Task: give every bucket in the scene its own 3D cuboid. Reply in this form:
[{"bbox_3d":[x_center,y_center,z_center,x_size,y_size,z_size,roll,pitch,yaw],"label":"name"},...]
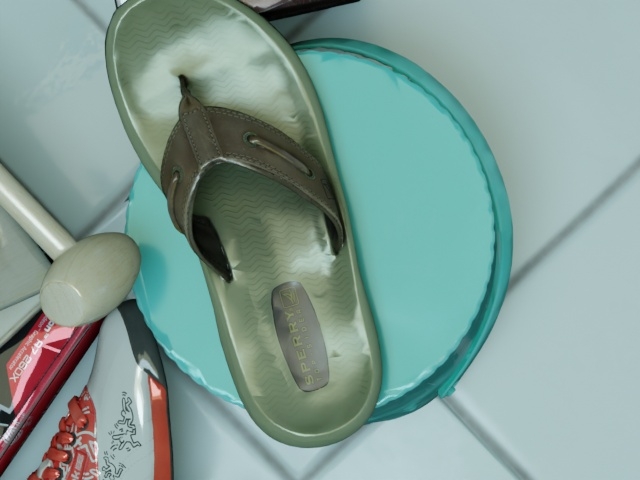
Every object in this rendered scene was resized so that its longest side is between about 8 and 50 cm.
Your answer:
[{"bbox_3d":[0.000,0.000,1.079,0.281,0.183,0.281,0,87,3],"label":"bucket"}]

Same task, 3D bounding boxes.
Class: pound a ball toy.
[{"bbox_3d":[-0.256,-0.045,0.994,0.208,0.136,0.319,-41,83,30],"label":"pound a ball toy"}]

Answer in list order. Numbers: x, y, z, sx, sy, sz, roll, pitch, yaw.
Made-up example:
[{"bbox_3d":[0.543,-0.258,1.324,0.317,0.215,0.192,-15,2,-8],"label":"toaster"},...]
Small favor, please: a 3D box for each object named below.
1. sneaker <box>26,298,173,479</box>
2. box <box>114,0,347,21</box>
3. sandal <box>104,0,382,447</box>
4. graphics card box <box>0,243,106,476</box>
[{"bbox_3d":[-0.178,0.178,1.088,0.145,0.090,0.270,-4,106,-12],"label":"sneaker"},{"bbox_3d":[-0.062,-0.233,1.073,0.168,0.203,0.167,-11,96,0],"label":"box"},{"bbox_3d":[-0.038,-0.021,0.947,0.120,0.086,0.302,-23,85,2],"label":"sandal"},{"bbox_3d":[-0.360,0.035,1.122,0.371,0.094,0.233,34,90,3],"label":"graphics card box"}]
